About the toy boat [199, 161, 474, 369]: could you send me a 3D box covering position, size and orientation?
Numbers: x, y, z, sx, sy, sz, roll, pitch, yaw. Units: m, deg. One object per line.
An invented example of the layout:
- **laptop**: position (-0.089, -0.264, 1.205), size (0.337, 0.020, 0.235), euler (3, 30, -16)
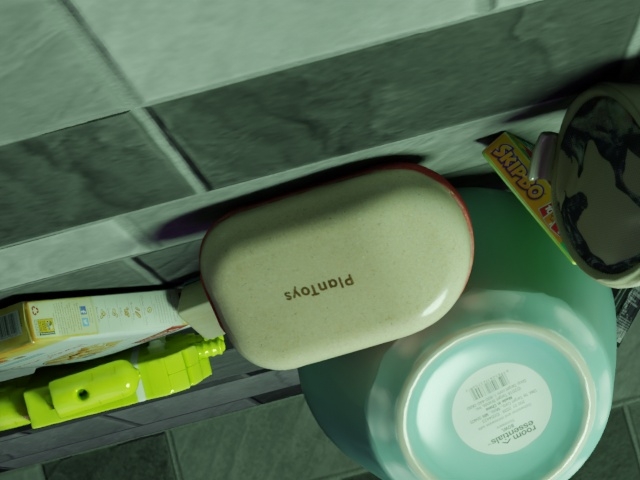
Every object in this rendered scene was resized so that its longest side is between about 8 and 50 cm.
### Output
- **toy boat**: position (0.018, 0.008, 1.542), size (0.231, 0.151, 0.151), euler (-16, -159, 14)

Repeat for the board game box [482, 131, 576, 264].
- **board game box**: position (0.223, -0.027, 1.595), size (0.039, 0.124, 0.259), euler (-41, 164, 11)

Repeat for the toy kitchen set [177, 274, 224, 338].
- **toy kitchen set**: position (-0.029, 0.052, 1.880), size (0.122, 0.166, 0.207), euler (-20, 133, 29)

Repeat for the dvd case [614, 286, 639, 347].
- **dvd case**: position (0.350, 0.010, 1.877), size (0.018, 0.221, 0.164), euler (29, -178, 15)

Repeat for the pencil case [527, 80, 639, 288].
- **pencil case**: position (0.383, -0.072, 1.451), size (0.410, 0.160, 0.183), euler (-10, -161, -21)

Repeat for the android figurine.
- **android figurine**: position (-0.237, 0.150, 2.000), size (0.273, 0.056, 0.248), euler (-15, -174, -1)

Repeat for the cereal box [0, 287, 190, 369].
- **cereal box**: position (-0.263, 0.093, 1.795), size (0.173, 0.047, 0.240), euler (-19, 170, 36)

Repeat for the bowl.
- **bowl**: position (0.140, 0.123, 1.635), size (0.311, 0.311, 0.163), euler (-14, -158, -2)
